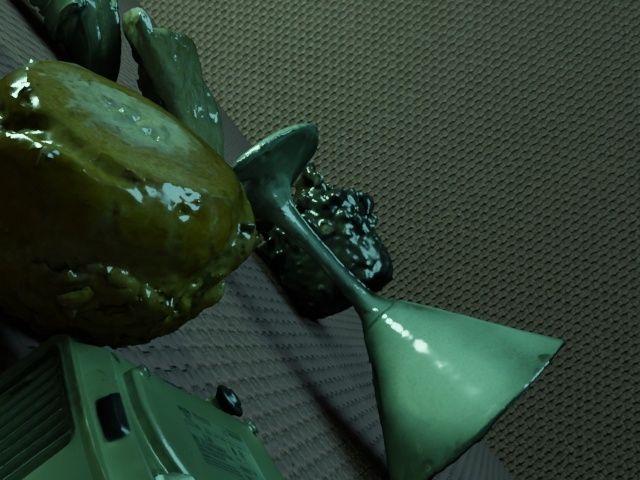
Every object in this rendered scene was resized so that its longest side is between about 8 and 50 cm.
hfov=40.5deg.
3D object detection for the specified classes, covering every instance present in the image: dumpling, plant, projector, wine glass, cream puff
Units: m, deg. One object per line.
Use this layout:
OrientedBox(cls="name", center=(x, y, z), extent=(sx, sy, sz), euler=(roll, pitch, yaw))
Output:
OrientedBox(cls="dumpling", center=(-0.188, -0.187, 1.198), extent=(0.166, 0.086, 0.332), euler=(50, -18, 51))
OrientedBox(cls="plant", center=(0.000, 0.000, 1.357), extent=(0.234, 0.204, 0.178), euler=(61, 10, 19))
OrientedBox(cls="projector", center=(-0.044, 0.160, 0.348), extent=(0.269, 0.088, 0.193), euler=(53, 3, 32))
OrientedBox(cls="wine glass", center=(0.050, 0.070, 1.027), extent=(0.406, 0.267, 0.267), euler=(46, 4, 14))
OrientedBox(cls="cream puff", center=(-0.114, -0.012, 0.430), extent=(0.150, 0.115, 0.165), euler=(21, 18, -23))

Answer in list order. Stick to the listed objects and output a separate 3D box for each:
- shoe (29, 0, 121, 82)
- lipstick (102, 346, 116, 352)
OrientedBox(cls="shoe", center=(-0.359, -0.328, 1.123), extent=(0.149, 0.109, 0.293), euler=(-5, 67, -37))
OrientedBox(cls="lipstick", center=(-0.168, 0.025, 0.500), extent=(0.141, 0.040, 0.040), euler=(45, 8, -44))
